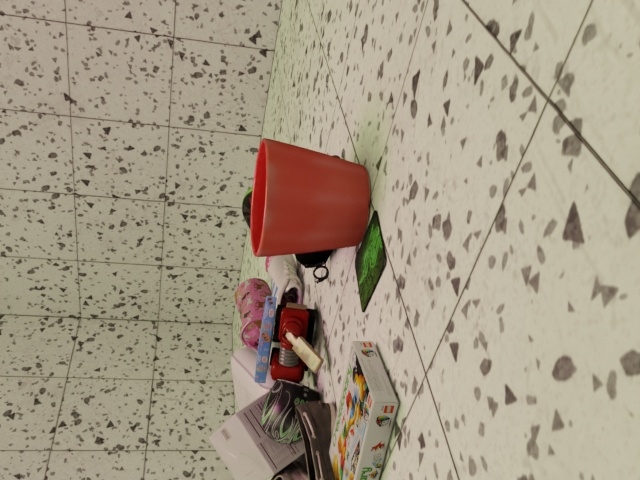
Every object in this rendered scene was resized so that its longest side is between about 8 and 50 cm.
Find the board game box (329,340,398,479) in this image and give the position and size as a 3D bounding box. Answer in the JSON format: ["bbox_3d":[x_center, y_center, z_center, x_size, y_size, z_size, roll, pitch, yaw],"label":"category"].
[{"bbox_3d":[0.080,0.383,1.304,0.193,0.053,0.305,-110,27,-63],"label":"board game box"}]

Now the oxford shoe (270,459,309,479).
[{"bbox_3d":[-0.105,0.729,1.864,0.449,0.130,0.169,133,138,-73],"label":"oxford shoe"}]

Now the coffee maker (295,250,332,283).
[{"bbox_3d":[0.000,0.000,1.703,0.171,0.120,0.178,52,159,7],"label":"coffee maker"}]

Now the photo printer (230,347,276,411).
[{"bbox_3d":[-0.184,0.522,2.124,0.308,0.107,0.255,27,127,56],"label":"photo printer"}]

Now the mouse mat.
[{"bbox_3d":[0.106,0.047,1.410,0.189,0.007,0.152,109,161,-47],"label":"mouse mat"}]

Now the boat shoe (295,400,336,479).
[{"bbox_3d":[-0.009,0.550,1.551,0.112,0.096,0.335,111,159,-53],"label":"boat shoe"}]

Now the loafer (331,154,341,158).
[{"bbox_3d":[-0.004,-0.121,1.796,0.095,0.109,0.302,-62,2,-34],"label":"loafer"}]

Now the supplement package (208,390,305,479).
[{"bbox_3d":[-0.188,0.601,1.926,0.204,0.145,0.262,55,140,12],"label":"supplement package"}]

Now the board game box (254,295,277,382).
[{"bbox_3d":[-0.166,0.300,1.962,0.160,0.039,0.211,100,176,-46],"label":"board game box"}]

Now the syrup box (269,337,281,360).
[{"bbox_3d":[-0.133,0.360,2.175,0.237,0.097,0.093,148,127,-73],"label":"syrup box"}]

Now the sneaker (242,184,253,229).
[{"bbox_3d":[-0.200,-0.108,2.437,0.482,0.186,0.202,120,156,-65],"label":"sneaker"}]

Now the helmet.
[{"bbox_3d":[-0.085,0.476,1.770,0.169,0.170,0.161,132,157,-70],"label":"helmet"}]

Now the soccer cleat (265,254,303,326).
[{"bbox_3d":[-0.107,0.138,2.154,0.143,0.116,0.331,-46,42,47],"label":"soccer cleat"}]

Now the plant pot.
[{"bbox_3d":[-0.027,-0.089,1.502,0.275,0.243,0.274,-176,90,-77],"label":"plant pot"}]

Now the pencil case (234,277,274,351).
[{"bbox_3d":[-0.261,0.298,2.636,0.386,0.160,0.167,-119,27,-67],"label":"pencil case"}]

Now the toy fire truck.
[{"bbox_3d":[-0.068,0.315,1.804,0.246,0.159,0.216,-75,-6,-73],"label":"toy fire truck"}]
